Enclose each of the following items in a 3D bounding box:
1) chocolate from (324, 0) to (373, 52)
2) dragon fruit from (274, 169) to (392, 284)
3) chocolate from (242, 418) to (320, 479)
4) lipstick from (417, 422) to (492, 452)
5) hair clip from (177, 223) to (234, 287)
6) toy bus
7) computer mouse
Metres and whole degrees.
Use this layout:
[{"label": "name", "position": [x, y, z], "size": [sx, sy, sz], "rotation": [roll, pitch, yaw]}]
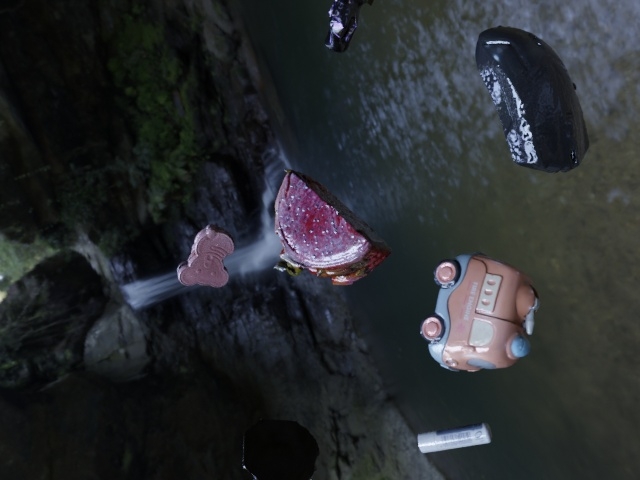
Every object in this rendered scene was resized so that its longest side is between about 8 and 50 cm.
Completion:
[{"label": "chocolate", "position": [0.043, -0.312, 0.743], "size": [0.072, 0.070, 0.147], "rotation": [-29, -49, -58]}, {"label": "dragon fruit", "position": [0.000, 0.000, 0.648], "size": [0.102, 0.096, 0.147], "rotation": [17, -156, -50]}, {"label": "chocolate", "position": [-0.085, 0.448, 1.147], "size": [0.156, 0.156, 0.133], "rotation": [-118, 33, -41]}, {"label": "lipstick", "position": [0.264, 0.388, 1.153], "size": [0.040, 0.141, 0.040], "rotation": [52, -151, -44]}, {"label": "hair clip", "position": [-0.260, 0.039, 1.370], "size": [0.138, 0.123, 0.102], "rotation": [-44, 43, 45]}, {"label": "toy bus", "position": [0.388, 0.175, 1.369], "size": [0.232, 0.287, 0.194], "rotation": [7, 168, 41]}, {"label": "computer mouse", "position": [0.279, -0.190, 0.757], "size": [0.073, 0.122, 0.217], "rotation": [-28, 81, 59]}]
